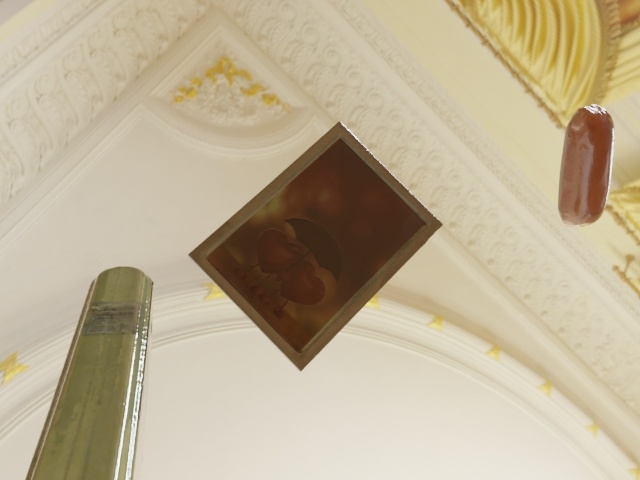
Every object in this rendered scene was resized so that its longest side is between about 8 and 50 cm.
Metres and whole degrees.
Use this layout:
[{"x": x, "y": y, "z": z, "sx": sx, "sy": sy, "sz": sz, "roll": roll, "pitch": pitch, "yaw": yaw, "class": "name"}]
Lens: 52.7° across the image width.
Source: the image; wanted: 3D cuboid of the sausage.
[{"x": 0.400, "y": -0.109, "z": 0.974, "sx": 0.077, "sy": 0.077, "sz": 0.194, "roll": -28, "pitch": -54, "yaw": -36, "class": "sausage"}]

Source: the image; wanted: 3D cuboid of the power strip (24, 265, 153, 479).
[{"x": -0.150, "y": 0.134, "z": 0.429, "sx": 0.066, "sy": 0.388, "sz": 0.092, "roll": 0, "pitch": -68, "yaw": -12, "class": "power strip"}]

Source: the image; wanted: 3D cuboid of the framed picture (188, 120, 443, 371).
[{"x": 0.000, "y": 0.000, "z": 0.877, "sx": 0.211, "sy": 0.020, "sz": 0.289, "roll": 46, "pitch": -108, "yaw": 4, "class": "framed picture"}]
